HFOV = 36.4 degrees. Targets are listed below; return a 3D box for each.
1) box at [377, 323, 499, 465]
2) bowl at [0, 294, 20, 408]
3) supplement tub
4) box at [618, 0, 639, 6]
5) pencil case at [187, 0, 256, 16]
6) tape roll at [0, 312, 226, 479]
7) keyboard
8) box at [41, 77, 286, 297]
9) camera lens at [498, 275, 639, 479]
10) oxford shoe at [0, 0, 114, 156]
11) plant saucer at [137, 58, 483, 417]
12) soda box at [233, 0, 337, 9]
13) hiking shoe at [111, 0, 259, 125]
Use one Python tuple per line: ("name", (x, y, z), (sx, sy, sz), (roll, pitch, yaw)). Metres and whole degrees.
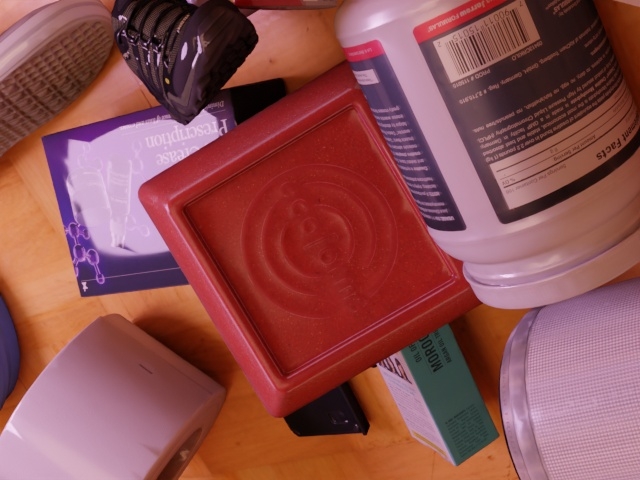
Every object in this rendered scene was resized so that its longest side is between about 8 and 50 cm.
("box", (0.092, 0.104, 0.995), (0.244, 0.060, 0.100), (64, 164, -17))
("bowl", (-0.602, 0.115, 1.418), (0.391, 0.077, 0.391), (14, 124, 22))
("supplement tub", (0.146, -0.103, 0.780), (0.191, 0.191, 0.272), (-16, 109, 36))
("box", (0.290, -0.304, 0.620), (0.147, 0.121, 0.311), (19, 126, 19))
("pencil case", (-0.133, -0.313, 0.860), (0.273, 0.113, 0.124), (55, 146, -9))
("tape roll", (-0.250, 0.234, 1.179), (0.169, 0.246, 0.246), (34, 129, 8))
("keyboard", (-0.025, 0.088, 1.101), (0.201, 0.033, 0.317), (-12, 112, 41))
("box", (-0.148, -0.049, 1.014), (0.261, 0.103, 0.185), (-9, 100, 33))
("camera lens", (0.306, 0.133, 0.815), (0.274, 0.219, 0.219), (-22, 106, 37))
("oxford shoe", (-0.395, -0.161, 1.088), (0.449, 0.169, 0.130), (-28, 82, 39))
("plant saucer", (0.000, 0.000, 0.884), (0.259, 0.048, 0.259), (-30, 94, 5))
("soda box", (-0.029, -0.314, 0.756), (0.083, 0.092, 0.264), (-1, 103, -1))
("hiking shoe", (-0.126, -0.160, 0.796), (0.114, 0.086, 0.227), (40, 166, -10))
